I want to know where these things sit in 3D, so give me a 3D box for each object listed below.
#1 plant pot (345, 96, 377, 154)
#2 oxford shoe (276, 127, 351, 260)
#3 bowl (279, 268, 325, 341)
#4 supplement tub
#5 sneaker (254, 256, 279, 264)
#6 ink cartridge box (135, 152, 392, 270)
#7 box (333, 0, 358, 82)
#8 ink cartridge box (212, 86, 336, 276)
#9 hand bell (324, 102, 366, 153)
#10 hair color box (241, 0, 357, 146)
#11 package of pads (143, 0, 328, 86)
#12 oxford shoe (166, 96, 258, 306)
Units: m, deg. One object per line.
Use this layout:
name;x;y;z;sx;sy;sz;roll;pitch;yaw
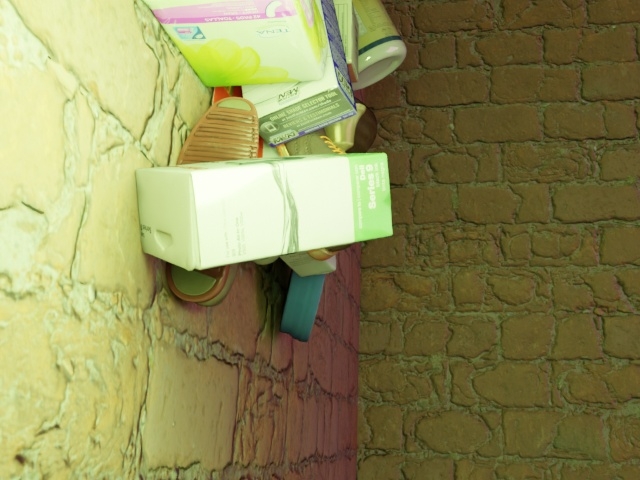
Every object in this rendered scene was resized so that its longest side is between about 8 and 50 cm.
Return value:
plant pot;0.033;-0.377;2.047;0.230;0.215;0.216;37;51;-59
oxford shoe;0.010;-0.151;1.305;0.130;0.132;0.364;6;65;-50
bowl;-0.029;0.049;1.656;0.391;0.077;0.392;-167;-90;-88
supplement tub;0.090;-0.629;1.990;0.316;0.228;0.228;63;8;6
sneaker;-0.104;-0.100;1.482;0.282;0.102;0.161;-79;162;-47
ink cartridge box;-0.079;-0.050;0.922;0.211;0.289;0.122;10;-74;56
box;-0.035;-0.434;1.501;0.127;0.232;0.149;36;55;-78
ink cartridge box;-0.082;-0.147;1.340;0.385;0.091;0.308;50;34;-52
hand bell;0.039;-0.159;1.428;0.126;0.126;0.242;11;77;-80
hair color box;-0.057;-0.368;1.290;0.110;0.185;0.339;40;36;-57
package of pads;-0.117;-0.348;1.056;0.296;0.229;0.101;53;37;-74
oxford shoe;-0.168;-0.062;1.102;0.130;0.122;0.349;68;33;-73
